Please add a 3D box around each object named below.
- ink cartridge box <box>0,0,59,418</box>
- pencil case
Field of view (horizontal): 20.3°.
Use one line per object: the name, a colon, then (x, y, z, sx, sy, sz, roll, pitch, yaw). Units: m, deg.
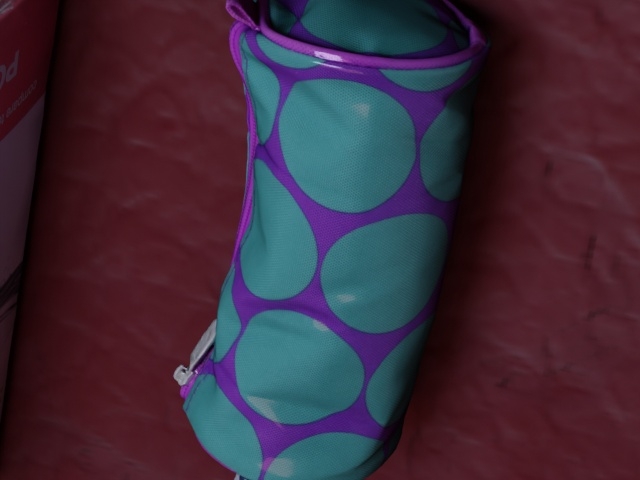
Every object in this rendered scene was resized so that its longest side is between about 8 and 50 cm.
ink cartridge box: (-0.178, -0.003, 0.544, 0.159, 0.092, 0.218, 20, 127, 8)
pencil case: (0.000, 0.000, 0.494, 0.070, 0.064, 0.151, 9, 124, -4)
